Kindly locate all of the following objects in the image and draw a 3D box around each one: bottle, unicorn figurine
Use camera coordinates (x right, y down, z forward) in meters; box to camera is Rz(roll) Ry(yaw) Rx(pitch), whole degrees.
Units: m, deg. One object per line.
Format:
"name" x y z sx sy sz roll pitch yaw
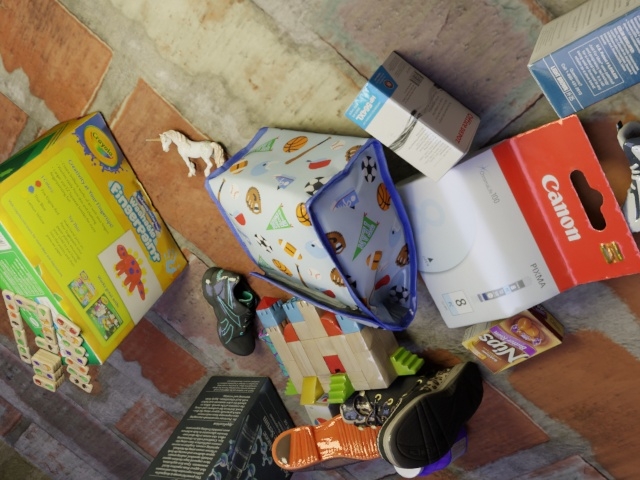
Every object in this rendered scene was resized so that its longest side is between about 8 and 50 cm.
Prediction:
"bottle" 0.255 0.488 1.637 0.118 0.283 0.092 -6 85 27
"unicorn figurine" -0.282 -0.192 1.529 0.162 0.060 0.111 -5 123 10

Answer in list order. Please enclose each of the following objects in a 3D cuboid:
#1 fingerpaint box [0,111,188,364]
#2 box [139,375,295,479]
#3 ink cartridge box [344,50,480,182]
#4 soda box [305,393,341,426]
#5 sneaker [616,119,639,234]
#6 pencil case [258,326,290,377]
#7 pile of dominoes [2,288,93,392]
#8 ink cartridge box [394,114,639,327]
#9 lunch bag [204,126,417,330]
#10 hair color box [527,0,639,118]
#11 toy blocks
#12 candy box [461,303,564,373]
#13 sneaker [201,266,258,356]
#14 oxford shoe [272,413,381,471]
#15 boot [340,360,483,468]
"fingerpaint box" -0.552 -0.004 1.588 0.163 0.371 0.444 -7 123 32
"box" -0.251 0.607 1.894 0.212 0.395 0.293 -6 122 31
"ink cartridge box" 0.164 -0.216 1.219 0.203 0.148 0.086 37 131 -3
"soda box" 0.030 0.498 1.891 0.074 0.069 0.216 -2 123 28
"sneaker" 0.528 -0.124 1.152 0.153 0.094 0.235 39 140 5
"pencil case" -0.099 0.278 1.789 0.070 0.064 0.151 -20 114 19
"pile of dominoes" -0.601 0.236 1.524 0.196 0.040 0.251 19 133 14
"ink cartridge box" 0.335 -0.016 1.268 0.385 0.091 0.308 -19 103 44
"lunch bag" 0.000 0.000 1.365 0.328 0.239 0.385 19 145 46
"hair color box" 0.478 -0.316 0.969 0.347 0.174 0.105 -25 112 38
"toy blocks" 0.017 0.216 1.628 0.382 0.191 0.260 -16 104 43
"candy box" 0.407 0.204 1.488 0.109 0.053 0.187 42 133 -9
"sneaker" -0.208 0.186 1.749 0.106 0.101 0.267 -3 124 26
"oxford shoe" 0.064 0.521 1.804 0.364 0.129 0.132 -10 149 5
"boot" 0.165 0.382 1.553 0.284 0.377 0.138 -13 100 40
